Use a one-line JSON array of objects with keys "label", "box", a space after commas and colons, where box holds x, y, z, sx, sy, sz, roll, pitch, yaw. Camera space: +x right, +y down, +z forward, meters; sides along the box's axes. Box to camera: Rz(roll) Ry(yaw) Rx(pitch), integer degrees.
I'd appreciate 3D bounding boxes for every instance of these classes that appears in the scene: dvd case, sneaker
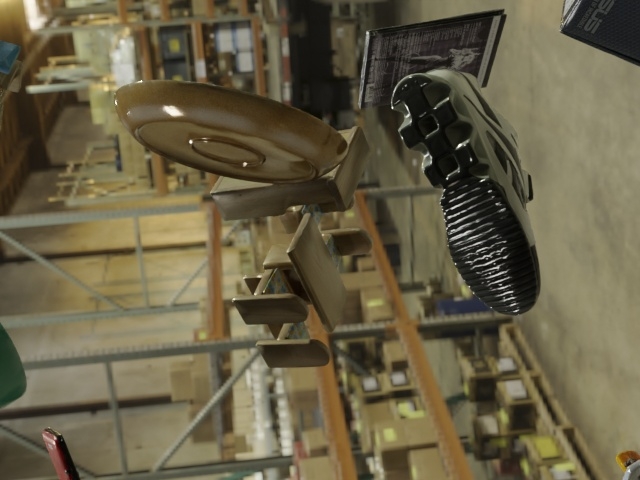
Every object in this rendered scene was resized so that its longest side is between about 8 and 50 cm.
[{"label": "dvd case", "box": [0.172, -0.284, 1.467, 0.164, 0.221, 0.018, 95, 162, -57]}, {"label": "sneaker", "box": [0.221, -0.072, 1.195, 0.122, 0.146, 0.330, -19, 92, 46]}]

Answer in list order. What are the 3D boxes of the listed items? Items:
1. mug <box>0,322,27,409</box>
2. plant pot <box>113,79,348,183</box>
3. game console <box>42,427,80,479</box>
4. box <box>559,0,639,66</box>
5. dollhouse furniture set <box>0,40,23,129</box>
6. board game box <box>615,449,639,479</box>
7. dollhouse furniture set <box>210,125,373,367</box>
[{"label": "mug", "box": [-0.404, 0.147, 1.029, 0.129, 0.097, 0.157, 48, 141, 13]}, {"label": "plant pot", "box": [-0.090, -0.098, 0.924, 0.236, 0.236, 0.032, 109, 172, -79]}, {"label": "game console", "box": [-0.283, 0.282, 1.173, 0.144, 0.085, 0.124, -18, 94, 66]}, {"label": "box", "box": [0.279, -0.188, 0.557, 0.232, 0.183, 0.059, 117, 173, -53]}, {"label": "dollhouse furniture set", "box": [-0.373, -0.161, 0.897, 0.183, 0.129, 0.129, -86, 15, -45]}, {"label": "board game box", "box": [0.606, 0.294, 1.138, 0.390, 0.390, 0.050, 53, -172, -25]}, {"label": "dollhouse furniture set", "box": [0.000, 0.000, 1.129, 0.242, 0.161, 0.212, 65, -148, -34]}]
